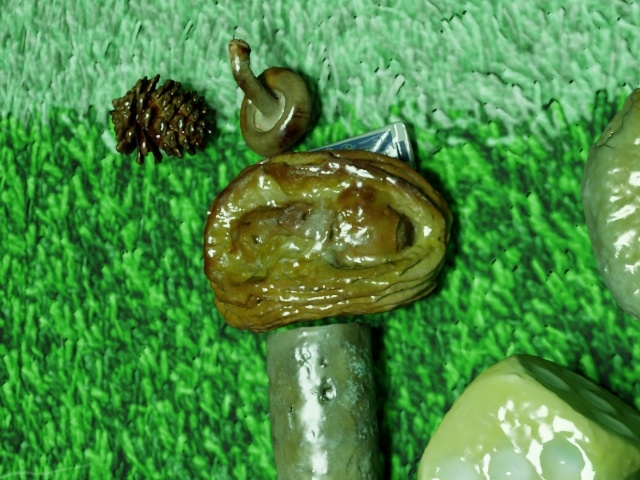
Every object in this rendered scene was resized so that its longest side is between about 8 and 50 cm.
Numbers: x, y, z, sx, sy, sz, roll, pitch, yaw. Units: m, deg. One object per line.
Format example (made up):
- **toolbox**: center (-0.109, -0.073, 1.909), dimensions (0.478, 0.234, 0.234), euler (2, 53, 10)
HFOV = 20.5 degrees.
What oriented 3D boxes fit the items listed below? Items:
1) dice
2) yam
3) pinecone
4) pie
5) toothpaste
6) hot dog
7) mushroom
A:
- **dice**: center (0.203, 0.211, 1.577), dimensions (0.169, 0.169, 0.166), euler (36, 103, 29)
- **yam**: center (0.004, 0.181, 1.739), dimensions (0.107, 0.107, 0.194), euler (-9, 81, 30)
- **pinecone**: center (-0.169, -0.129, 1.879), dimensions (0.109, 0.102, 0.102), euler (-2, 84, 22)
- **pie**: center (0.370, -0.035, 1.563), dimensions (0.306, 0.071, 0.306), euler (-4, 81, 27)
- **toothpaste**: center (0.006, -0.076, 1.805), dimensions (0.197, 0.035, 0.057), euler (-12, 94, 27)
- **hot dog**: center (-0.003, -0.001, 1.745), dimensions (0.259, 0.114, 0.175), euler (-10, 68, 27)
- **mushroom**: center (-0.052, -0.153, 1.820), dimensions (0.088, 0.073, 0.129), euler (4, 120, 50)
